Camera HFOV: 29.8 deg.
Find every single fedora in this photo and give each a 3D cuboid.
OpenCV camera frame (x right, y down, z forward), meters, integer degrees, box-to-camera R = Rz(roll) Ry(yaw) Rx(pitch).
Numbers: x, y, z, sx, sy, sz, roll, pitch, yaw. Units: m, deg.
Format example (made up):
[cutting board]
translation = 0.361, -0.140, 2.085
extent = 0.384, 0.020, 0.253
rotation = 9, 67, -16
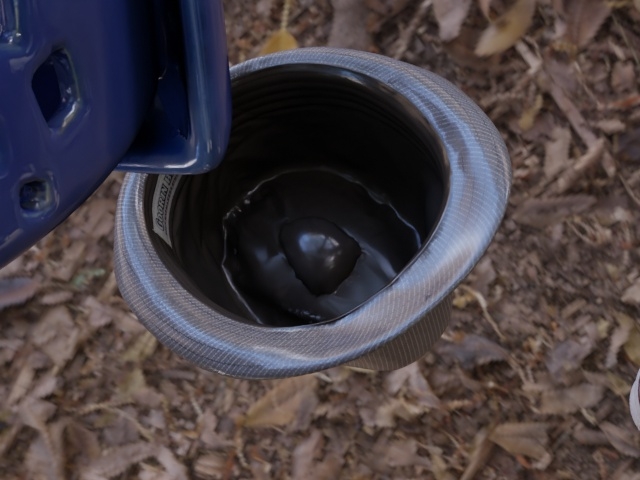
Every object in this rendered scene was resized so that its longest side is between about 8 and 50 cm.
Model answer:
[fedora]
translation = 0.000, 0.000, 0.775
extent = 0.275, 0.124, 0.244
rotation = 31, 71, 36

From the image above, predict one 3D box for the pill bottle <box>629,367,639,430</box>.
[pill bottle]
translation = 0.262, 0.100, 0.801
extent = 0.086, 0.152, 0.086
rotation = 1, 74, -4

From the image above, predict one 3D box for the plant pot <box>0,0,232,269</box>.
[plant pot]
translation = -0.169, -0.113, 0.427
extent = 0.236, 0.212, 0.236
rotation = 7, 110, 38
